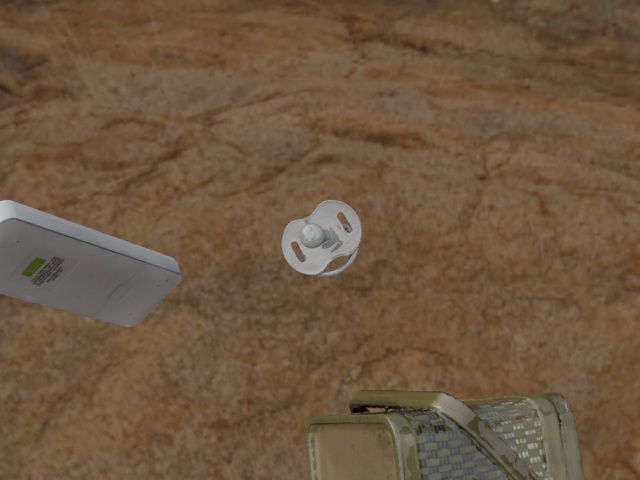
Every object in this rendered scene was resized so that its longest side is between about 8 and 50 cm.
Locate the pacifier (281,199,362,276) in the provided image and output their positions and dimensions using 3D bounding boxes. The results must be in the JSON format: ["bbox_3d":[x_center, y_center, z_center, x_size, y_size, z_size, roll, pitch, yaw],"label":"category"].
[{"bbox_3d":[0.000,0.000,1.154,0.099,0.078,0.081,-33,77,10],"label":"pacifier"}]

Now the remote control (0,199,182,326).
[{"bbox_3d":[-0.265,0.031,1.089,0.103,0.250,0.034,-44,53,20],"label":"remote control"}]

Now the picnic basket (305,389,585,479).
[{"bbox_3d":[0.090,0.232,0.710,0.139,0.165,0.266,-3,81,-24],"label":"picnic basket"}]
